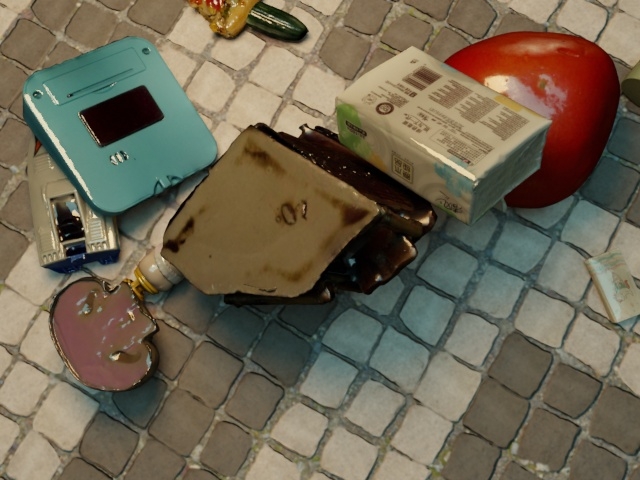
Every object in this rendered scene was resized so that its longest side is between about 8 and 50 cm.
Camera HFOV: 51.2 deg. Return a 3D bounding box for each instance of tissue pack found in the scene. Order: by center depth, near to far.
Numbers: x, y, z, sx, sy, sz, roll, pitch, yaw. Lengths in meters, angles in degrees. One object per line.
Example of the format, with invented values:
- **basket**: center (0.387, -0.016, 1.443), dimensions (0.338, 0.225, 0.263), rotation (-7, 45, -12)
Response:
- **tissue pack**: center (0.154, -0.125, 0.882), dimensions (0.159, 0.145, 0.229), rotation (-38, 58, -25)
- **tissue pack**: center (0.462, 0.070, 1.045), dimensions (0.056, 0.023, 0.108), rotation (-21, 79, -2)

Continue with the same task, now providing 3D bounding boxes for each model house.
- **model house**: center (0.000, 0.000, 0.954), dimensions (0.317, 0.283, 0.297), rotation (-49, 60, 23)

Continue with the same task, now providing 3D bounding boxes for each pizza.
- **pizza**: center (-0.196, -0.456, 1.163), dimensions (0.199, 0.062, 0.188), rotation (15, 77, 7)

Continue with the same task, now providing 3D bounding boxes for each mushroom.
- **mushroom**: center (-0.320, 0.145, 1.012), dimensions (0.141, 0.117, 0.188), rotation (-36, 81, -16)

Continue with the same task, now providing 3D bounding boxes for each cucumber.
- **cucumber**: center (-0.071, -0.371, 1.148), dimensions (0.105, 0.048, 0.048), rotation (23, 80, 2)

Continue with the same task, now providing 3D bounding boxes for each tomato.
- **tomato**: center (0.306, -0.190, 1.005), dimensions (0.299, 0.226, 0.298), rotation (0, 78, -1)

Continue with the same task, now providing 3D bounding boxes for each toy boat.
- **toy boat**: center (-0.411, -0.103, 1.082), dimensions (0.129, 0.088, 0.295), rotation (-13, 78, -1)

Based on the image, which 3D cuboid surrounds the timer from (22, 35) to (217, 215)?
- **timer**: center (-0.320, -0.177, 1.074), dimensions (0.232, 0.091, 0.249), rotation (-33, 89, -30)

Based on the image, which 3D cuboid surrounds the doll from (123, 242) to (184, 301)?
- **doll**: center (-0.251, 0.036, 1.061), dimensions (0.127, 0.073, 0.084), rotation (-38, 48, -4)

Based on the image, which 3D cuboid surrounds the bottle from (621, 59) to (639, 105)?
- **bottle**: center (0.585, -0.312, 1.096), dimensions (0.072, 0.072, 0.201), rotation (41, 82, 9)
